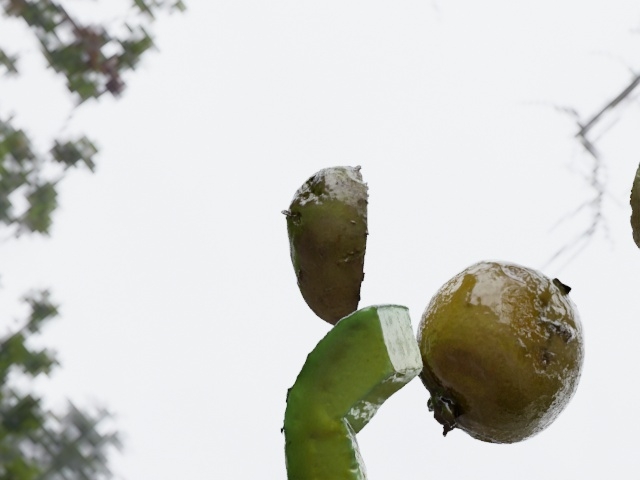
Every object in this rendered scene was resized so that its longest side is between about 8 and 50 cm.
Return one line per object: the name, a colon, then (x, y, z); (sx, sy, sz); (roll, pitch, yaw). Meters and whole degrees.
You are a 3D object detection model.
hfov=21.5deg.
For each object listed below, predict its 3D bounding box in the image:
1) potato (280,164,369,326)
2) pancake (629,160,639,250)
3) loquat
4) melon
potato: (0.000, 0.000, 1.773); (0.089, 0.172, 0.100); (5, -15, -10)
pancake: (0.373, -0.061, 1.881); (0.025, 0.151, 0.152); (7, -45, 24)
loquat: (0.227, 0.149, 2.185); (0.244, 0.244, 0.244); (35, -31, 25)
melon: (0.024, 0.155, 1.302); (0.118, 0.209, 0.064); (-17, -23, 22)
